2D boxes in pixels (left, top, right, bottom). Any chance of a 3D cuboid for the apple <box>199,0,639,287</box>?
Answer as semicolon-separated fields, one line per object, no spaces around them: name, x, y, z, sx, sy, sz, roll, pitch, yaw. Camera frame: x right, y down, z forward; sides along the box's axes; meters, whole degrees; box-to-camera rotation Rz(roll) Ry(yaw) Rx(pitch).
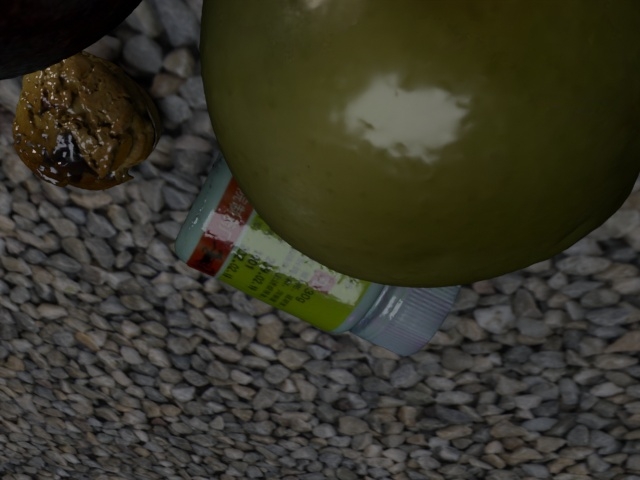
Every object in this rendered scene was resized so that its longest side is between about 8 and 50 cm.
apple;0.068;-0.097;0.452;0.258;0.233;0.295;7;138;15

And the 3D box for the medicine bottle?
medicine bottle;0.000;0.000;0.647;0.226;0.139;0.139;27;137;-11

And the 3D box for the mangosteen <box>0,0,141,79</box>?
mangosteen;-0.190;-0.238;0.343;0.330;0.330;0.330;9;138;9

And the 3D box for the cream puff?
cream puff;-0.206;-0.101;0.639;0.120;0.104;0.133;12;137;15
